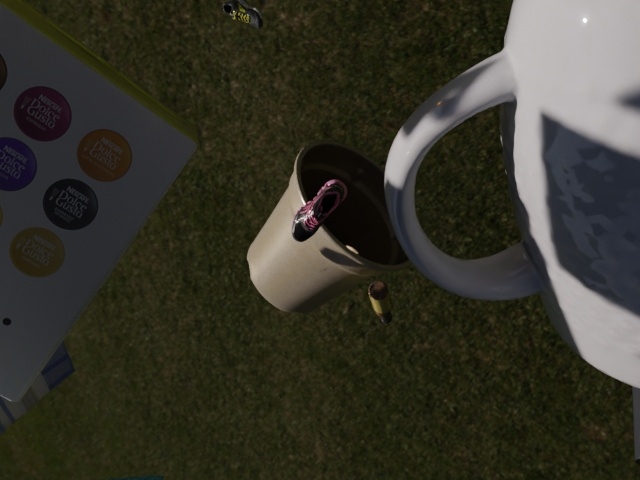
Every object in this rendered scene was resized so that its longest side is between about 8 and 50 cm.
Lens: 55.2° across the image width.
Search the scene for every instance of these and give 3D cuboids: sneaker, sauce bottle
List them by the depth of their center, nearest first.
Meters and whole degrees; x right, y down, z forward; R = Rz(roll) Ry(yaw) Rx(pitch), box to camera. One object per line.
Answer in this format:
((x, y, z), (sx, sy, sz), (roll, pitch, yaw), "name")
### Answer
((-0.005, -0.042, 0.951), (0.047, 0.057, 0.119), (36, 108, -11), "sneaker")
((-0.126, -0.365, 0.992), (0.083, 0.035, 0.031), (41, 148, 27), "sneaker")
((0.126, 0.129, 1.245), (0.042, 0.042, 0.128), (30, 159, 28), "sauce bottle")

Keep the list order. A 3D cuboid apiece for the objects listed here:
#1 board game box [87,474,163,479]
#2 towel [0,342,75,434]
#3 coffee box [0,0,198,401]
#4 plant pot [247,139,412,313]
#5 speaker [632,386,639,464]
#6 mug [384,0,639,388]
((-0.153, 0.371, 0.437), (0.336, 0.079, 0.254), (-154, 68, -73), "board game box")
((-0.534, 0.260, 0.995), (0.034, 0.285, 0.209), (32, 142, 19), "towel")
((-0.373, -0.094, 0.724), (0.337, 0.338, 0.334), (35, 94, -16), "coffee box")
((0.000, 0.000, 1.375), (0.334, 0.333, 0.305), (53, 128, 8), "plant pot")
((0.554, 0.305, 1.023), (0.055, 0.136, 0.055), (10, 150, 6), "speaker")
((0.234, -0.067, 0.477), (0.373, 0.276, 0.328), (-20, 128, 15), "mug")
